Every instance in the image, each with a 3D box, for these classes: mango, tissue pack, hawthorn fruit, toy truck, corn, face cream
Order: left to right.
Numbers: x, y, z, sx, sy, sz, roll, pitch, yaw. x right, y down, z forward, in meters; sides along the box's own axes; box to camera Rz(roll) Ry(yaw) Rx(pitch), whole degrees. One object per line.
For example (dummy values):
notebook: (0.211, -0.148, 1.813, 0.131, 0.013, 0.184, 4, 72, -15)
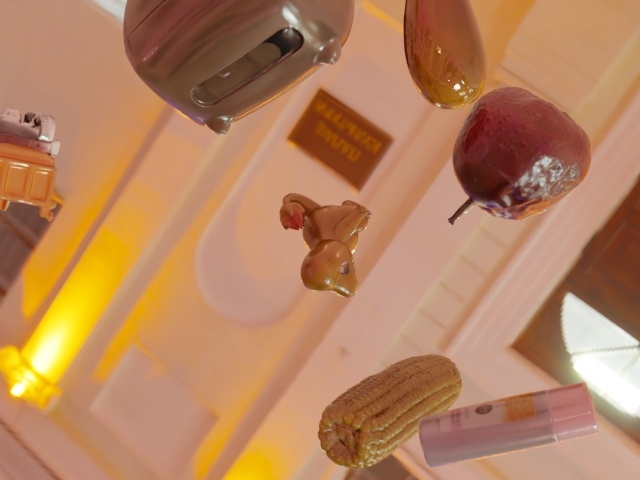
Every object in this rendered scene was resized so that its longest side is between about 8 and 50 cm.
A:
toy truck: (-0.394, -0.097, 1.188, 0.114, 0.135, 0.270, 12, -177, -33)
tissue pack: (-0.140, -0.377, 1.719, 0.267, 0.387, 0.276, 38, -151, -47)
corn: (0.127, 0.276, 1.681, 0.131, 0.131, 0.344, 39, -151, 20)
mango: (0.127, -0.230, 1.065, 0.102, 0.085, 0.184, 10, -112, -80)
hawthorn fruit: (0.312, -0.127, 1.675, 0.210, 0.266, 0.230, 55, -162, 21)
face cream: (0.214, 0.211, 1.140, 0.084, 0.198, 0.057, -71, -36, -71)

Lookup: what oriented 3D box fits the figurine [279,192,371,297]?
figurine: (-0.003, -0.001, 1.244, 0.122, 0.121, 0.176, 36, -156, -18)
